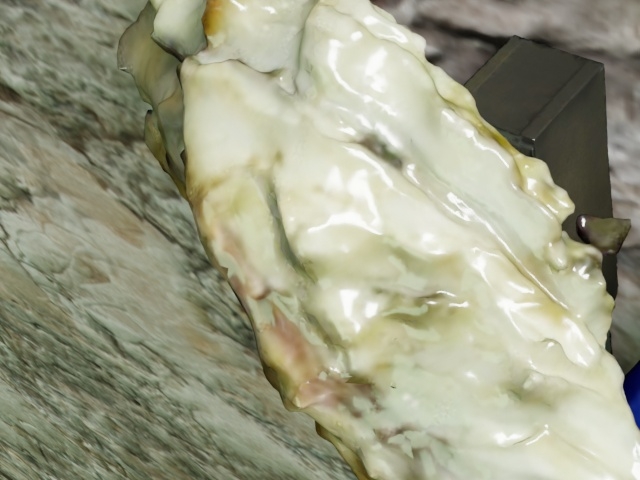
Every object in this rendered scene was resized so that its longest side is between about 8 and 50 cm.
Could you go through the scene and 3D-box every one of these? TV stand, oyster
[{"bbox_3d":[0.100,0.027,0.553,0.040,0.049,0.256,26,151,33],"label":"TV stand"},{"bbox_3d":[-0.002,-0.001,0.463,0.354,0.107,0.201,47,146,30],"label":"oyster"}]

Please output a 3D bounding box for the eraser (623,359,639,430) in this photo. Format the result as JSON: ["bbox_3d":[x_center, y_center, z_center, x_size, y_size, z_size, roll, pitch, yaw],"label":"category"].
[{"bbox_3d":[0.145,0.139,0.514,0.155,0.102,0.332,48,142,18],"label":"eraser"}]
